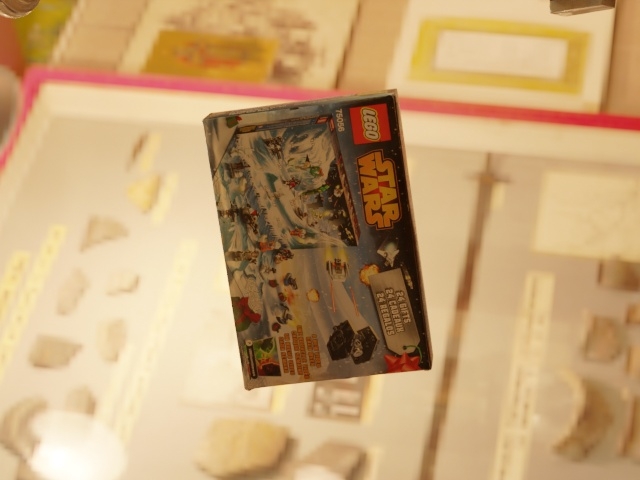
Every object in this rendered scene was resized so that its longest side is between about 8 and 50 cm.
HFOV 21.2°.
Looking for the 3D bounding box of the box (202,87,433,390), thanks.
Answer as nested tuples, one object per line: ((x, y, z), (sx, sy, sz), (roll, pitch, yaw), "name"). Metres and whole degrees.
((0.000, 0.000, 0.827), (0.027, 0.094, 0.137), (-62, -35, -76), "box")

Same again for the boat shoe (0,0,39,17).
((-0.278, -0.295, 1.484), (0.083, 0.076, 0.226), (-48, -46, -40), "boat shoe")

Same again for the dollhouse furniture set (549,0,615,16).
((0.143, -0.251, 0.797), (0.303, 0.198, 0.286), (1, 84, 59), "dollhouse furniture set")
